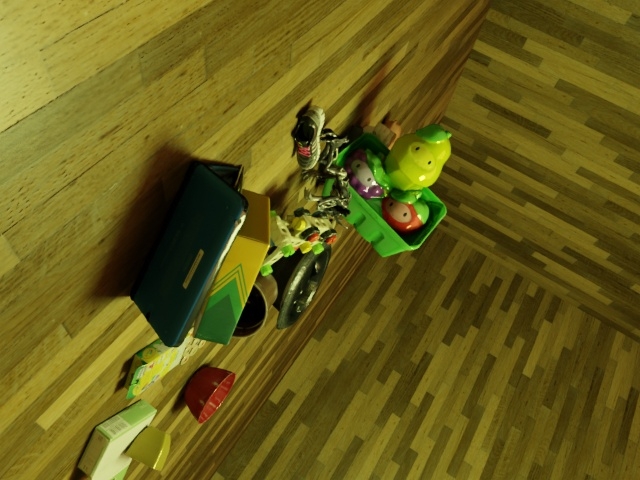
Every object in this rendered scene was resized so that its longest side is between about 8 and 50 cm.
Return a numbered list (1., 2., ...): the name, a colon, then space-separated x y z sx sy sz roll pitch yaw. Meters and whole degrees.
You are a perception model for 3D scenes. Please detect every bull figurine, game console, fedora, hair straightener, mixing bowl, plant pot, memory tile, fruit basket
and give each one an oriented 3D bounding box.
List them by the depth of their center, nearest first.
1. game console: -0.211 0.017 0.960 0.173 0.250 0.293 14 108 -49
2. plant pot: -0.415 0.509 1.265 0.082 0.081 0.083 97 17 -62
3. plant pot: -0.197 0.153 1.369 0.167 0.166 0.165 -62 175 16
4. memory tile: -0.337 0.265 1.392 0.113 0.012 0.148 -44 160 -51
5. fruit basket: 0.231 -0.179 1.547 0.283 0.392 0.392 -43 161 -38
6. mixing bowl: -0.355 0.461 1.584 0.182 0.098 0.181 -55 168 -18
7. hair straightener: 0.062 -0.274 1.636 0.230 0.047 0.089 -54 167 -4
8. fedora: -0.099 0.115 1.640 0.334 0.152 0.334 -56 164 -24
9. bull figurine: 0.213 -0.321 1.967 0.310 0.101 0.188 -53 170 -16

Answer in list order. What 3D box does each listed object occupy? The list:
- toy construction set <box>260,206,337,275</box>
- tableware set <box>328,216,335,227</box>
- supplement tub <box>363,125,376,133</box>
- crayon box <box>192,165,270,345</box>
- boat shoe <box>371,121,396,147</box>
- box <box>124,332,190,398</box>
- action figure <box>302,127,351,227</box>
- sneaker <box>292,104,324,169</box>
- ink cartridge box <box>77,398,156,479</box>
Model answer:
1. toy construction set: -0.086 -0.002 1.355 0.215 0.151 0.327 -35 178 21
2. tableware set: 0.000 0.000 1.878 0.194 0.039 0.128 -54 162 -6
3. supplement tub: 0.168 -0.341 1.803 0.071 0.071 0.107 -49 165 -38
4. crayon box: -0.180 0.033 1.086 0.203 0.083 0.323 -99 -151 -58
5. boat shoe: 0.134 -0.294 1.743 0.277 0.096 0.098 -43 -170 32
6. box: -0.383 0.282 1.185 0.105 0.043 0.179 -64 169 23
7. action figure: 0.017 -0.162 1.414 0.164 0.140 0.276 -107 -167 -62
8. sneaker: -0.037 -0.243 1.256 0.075 0.063 0.171 -46 157 -46
9. ink cartridge box: -0.505 0.517 1.230 0.235 0.056 0.171 -60 168 13
